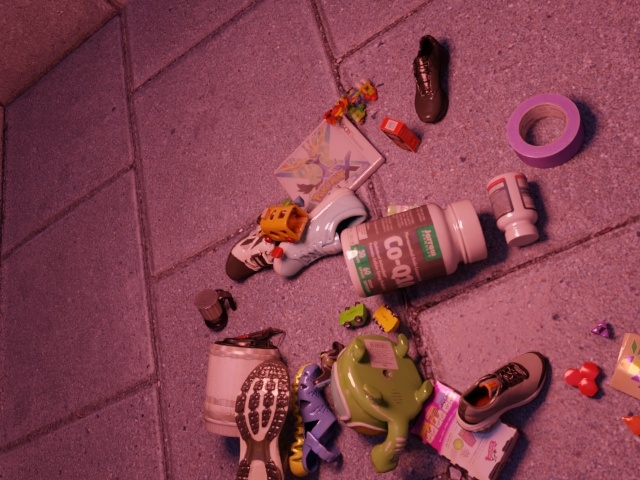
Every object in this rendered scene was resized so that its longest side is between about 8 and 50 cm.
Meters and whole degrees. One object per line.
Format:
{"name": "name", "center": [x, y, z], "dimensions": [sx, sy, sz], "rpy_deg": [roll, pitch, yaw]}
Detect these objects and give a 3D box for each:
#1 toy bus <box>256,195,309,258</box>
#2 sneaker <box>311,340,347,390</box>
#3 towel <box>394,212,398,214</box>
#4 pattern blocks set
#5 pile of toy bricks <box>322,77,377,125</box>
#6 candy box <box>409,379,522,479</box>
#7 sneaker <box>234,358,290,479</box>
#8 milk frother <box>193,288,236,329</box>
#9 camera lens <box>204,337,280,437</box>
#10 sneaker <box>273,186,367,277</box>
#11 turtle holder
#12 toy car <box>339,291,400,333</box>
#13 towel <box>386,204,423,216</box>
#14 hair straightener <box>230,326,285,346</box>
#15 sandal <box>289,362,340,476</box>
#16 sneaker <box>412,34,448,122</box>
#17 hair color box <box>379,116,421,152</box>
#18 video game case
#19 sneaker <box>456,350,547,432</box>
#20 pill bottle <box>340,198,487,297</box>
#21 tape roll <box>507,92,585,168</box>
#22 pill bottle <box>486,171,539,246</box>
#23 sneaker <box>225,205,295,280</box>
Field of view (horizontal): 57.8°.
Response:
{"name": "toy bus", "center": [-0.139, -0.059, 1.820], "dimensions": [0.202, 0.104, 0.191], "rpy_deg": [-39, 41, 10]}
{"name": "sneaker", "center": [0.021, 0.364, 1.685], "dimensions": [0.078, 0.188, 0.067], "rpy_deg": [39, 133, 3]}
{"name": "towel", "center": [0.248, -0.002, 1.729], "dimensions": [0.110, 0.027, 0.148], "rpy_deg": [17, 100, 37]}
{"name": "pattern blocks set", "center": [0.757, 0.299, 1.305], "dimensions": [0.325, 0.026, 0.285], "rpy_deg": [33, 93, 37]}
{"name": "pile of toy bricks", "center": [0.109, -0.440, 1.944], "dimensions": [0.212, 0.105, 0.118], "rpy_deg": [-48, 6, -37]}
{"name": "candy box", "center": [0.365, 0.485, 1.471], "dimensions": [0.233, 0.071, 0.159], "rpy_deg": [29, 89, 37]}
{"name": "sneaker", "center": [-0.150, 0.545, 1.660], "dimensions": [0.158, 0.182, 0.410], "rpy_deg": [4, 83, 14]}
{"name": "milk frother", "center": [-0.379, 0.209, 2.021], "dimensions": [0.129, 0.135, 0.143], "rpy_deg": [-37, 54, -20]}
{"name": "camera lens", "center": [-0.240, 0.443, 1.784], "dimensions": [0.219, 0.219, 0.274], "rpy_deg": [0, 81, 34]}
{"name": "sneaker", "center": [0.000, 0.000, 1.844], "dimensions": [0.366, 0.135, 0.150], "rpy_deg": [-49, 50, 10]}
{"name": "turtle holder", "center": [0.157, 0.420, 1.546], "dimensions": [0.320, 0.243, 0.227], "rpy_deg": [51, 132, 19]}
{"name": "toy car", "center": [0.151, 0.201, 1.710], "dimensions": [0.225, 0.053, 0.239], "rpy_deg": [-31, 37, 34]}
{"name": "towel", "center": [0.262, -0.054, 1.759], "dimensions": [0.152, 0.023, 0.113], "rpy_deg": [6, 76, 35]}
{"name": "hair straightener", "center": [-0.213, 0.346, 1.932], "dimensions": [0.230, 0.047, 0.089], "rpy_deg": [-19, 85, 21]}
{"name": "sandal", "center": [-0.008, 0.519, 1.686], "dimensions": [0.138, 0.126, 0.318], "rpy_deg": [-8, 78, 28]}
{"name": "sneaker", "center": [0.329, -0.505, 1.808], "dimensions": [0.109, 0.130, 0.286], "rpy_deg": [-7, 71, 30]}
{"name": "hair color box", "center": [0.248, -0.324, 1.790], "dimensions": [0.072, 0.141, 0.043], "rpy_deg": [28, 90, 37]}
{"name": "video game case", "center": [0.020, -0.251, 1.981], "dimensions": [0.329, 0.036, 0.300], "rpy_deg": [-45, 55, 13]}
{"name": "sneaker", "center": [0.443, 0.354, 1.402], "dimensions": [0.271, 0.108, 0.100], "rpy_deg": [-32, 44, -15]}
{"name": "pill bottle", "center": [0.253, 0.017, 1.588], "dimensions": [0.361, 0.204, 0.204], "rpy_deg": [-17, 64, 9]}
{"name": "tape roll", "center": [0.612, -0.298, 1.579], "dimensions": [0.189, 0.080, 0.189], "rpy_deg": [-11, 69, 30]}
{"name": "pill bottle", "center": [0.516, -0.081, 1.548], "dimensions": [0.108, 0.108, 0.180], "rpy_deg": [-20, 63, 27]}
{"name": "sneaker", "center": [-0.190, 0.036, 1.956], "dimensions": [0.330, 0.122, 0.146], "rpy_deg": [-46, 45, 13]}
